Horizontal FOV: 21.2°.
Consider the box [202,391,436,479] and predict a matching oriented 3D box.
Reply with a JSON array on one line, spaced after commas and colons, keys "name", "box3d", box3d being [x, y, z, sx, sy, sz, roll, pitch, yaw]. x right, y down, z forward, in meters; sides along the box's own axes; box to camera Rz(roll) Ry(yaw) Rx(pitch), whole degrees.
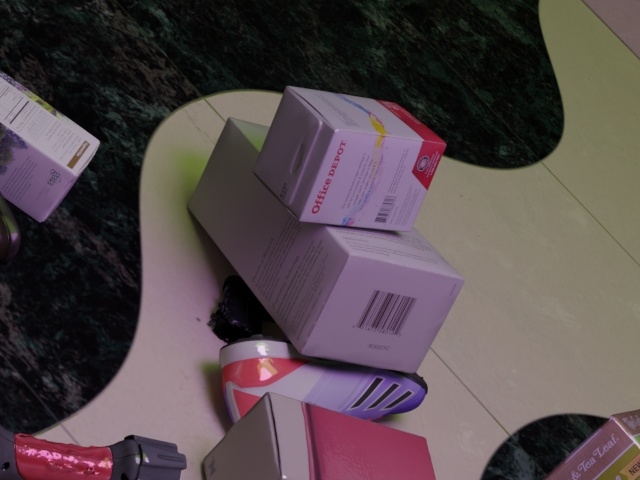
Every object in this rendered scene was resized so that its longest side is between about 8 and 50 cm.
[{"name": "box", "box3d": [0.003, 0.289, 1.978, 0.232, 0.148, 0.127, 19, 40, -30]}]

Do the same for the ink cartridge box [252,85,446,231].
[{"name": "ink cartridge box", "box3d": [0.033, -0.099, 2.087, 0.176, 0.128, 0.127, 6, 26, -38]}]

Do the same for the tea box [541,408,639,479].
[{"name": "tea box", "box3d": [0.433, 0.395, 2.139, 0.323, 0.220, 0.329, 47, 15, 17]}]

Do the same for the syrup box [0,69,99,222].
[{"name": "syrup box", "box3d": [-0.402, -0.139, 2.116, 0.237, 0.093, 0.096, 35, 33, -9]}]

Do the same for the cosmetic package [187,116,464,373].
[{"name": "cosmetic package", "box3d": [0.000, 0.000, 2.214, 0.197, 0.155, 0.365, 13, 22, -35]}]

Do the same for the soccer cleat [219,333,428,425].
[{"name": "soccer cleat", "box3d": [0.007, 0.201, 2.150, 0.318, 0.109, 0.116, 14, 64, -39]}]

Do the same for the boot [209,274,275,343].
[{"name": "boot", "box3d": [-0.081, 0.100, 2.209, 0.121, 0.045, 0.099, 24, 34, -13]}]

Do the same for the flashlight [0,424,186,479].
[{"name": "flashlight", "box3d": [-0.288, 0.224, 1.790, 0.304, 0.103, 0.103, 13, 8, -29]}]

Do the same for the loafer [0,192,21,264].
[{"name": "loafer", "box3d": [-0.432, -0.066, 2.012, 0.078, 0.080, 0.220, -10, 59, -51]}]
